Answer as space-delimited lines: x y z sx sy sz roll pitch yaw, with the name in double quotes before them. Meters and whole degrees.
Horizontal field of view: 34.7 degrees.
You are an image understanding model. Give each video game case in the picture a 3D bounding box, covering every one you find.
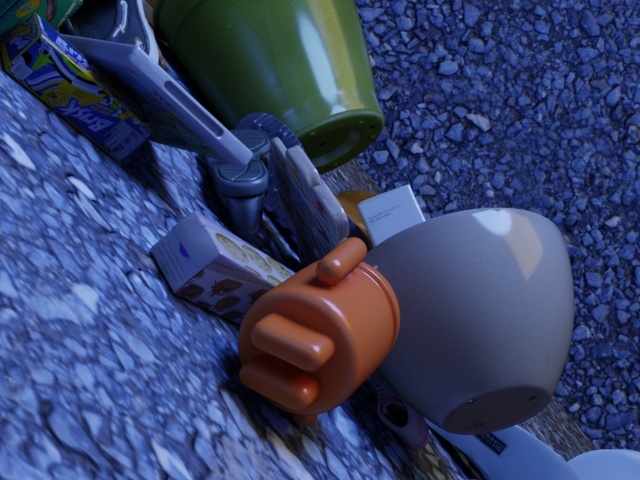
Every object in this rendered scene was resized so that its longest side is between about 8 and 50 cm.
"video game case" -0.200 -0.161 1.165 0.212 0.023 0.193 19 -18 48

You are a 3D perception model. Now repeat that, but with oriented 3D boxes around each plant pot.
"plant pot" 0.184 0.119 1.227 0.284 0.284 0.191 39 31 -50
"plant pot" -0.061 -0.306 1.812 0.353 0.366 0.366 65 13 17

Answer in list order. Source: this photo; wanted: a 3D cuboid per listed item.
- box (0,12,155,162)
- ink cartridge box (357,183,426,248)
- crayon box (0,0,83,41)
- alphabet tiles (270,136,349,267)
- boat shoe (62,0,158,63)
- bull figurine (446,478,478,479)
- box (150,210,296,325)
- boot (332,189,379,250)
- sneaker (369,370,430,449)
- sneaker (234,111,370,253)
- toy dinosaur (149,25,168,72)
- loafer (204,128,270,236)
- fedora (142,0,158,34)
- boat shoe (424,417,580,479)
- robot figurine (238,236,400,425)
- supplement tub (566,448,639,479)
"box" -0.255 -0.158 1.079 0.169 0.054 0.059 43 11 -41
"ink cartridge box" 0.137 0.038 1.519 0.153 0.087 0.208 59 7 -76
"crayon box" -0.388 -0.336 1.069 0.278 0.081 0.165 49 9 -3
"alphabet tiles" 0.000 0.000 1.402 0.278 0.021 0.284 57 -14 29
"boat shoe" -0.296 -0.323 1.356 0.302 0.114 0.091 56 5 38
"bull figurine" 0.212 0.348 1.131 0.310 0.101 0.188 37 18 -56
"box" -0.060 0.060 1.107 0.067 0.063 0.324 57 12 32
"boot" 0.039 -0.063 1.983 0.211 0.104 0.295 23 8 -35
"sneaker" 0.093 0.200 1.311 0.070 0.051 0.134 47 12 -49
"sneaker" -0.035 -0.058 1.638 0.319 0.112 0.131 57 -5 15
"toy dinosaur" -0.301 -0.347 1.586 0.211 0.064 0.112 42 13 -38
"loafer" -0.115 -0.086 1.429 0.267 0.096 0.084 -101 -172 -68
"fedora" -0.327 -0.470 1.901 0.194 0.079 0.194 49 9 -11
"boat shoe" 0.268 0.319 1.498 0.306 0.113 0.105 37 -1 19
"robot figurine" 0.001 0.091 1.000 0.219 0.128 0.158 -32 104 -63
"supplement tub" 0.485 0.456 1.578 0.325 0.235 0.235 38 15 -51
